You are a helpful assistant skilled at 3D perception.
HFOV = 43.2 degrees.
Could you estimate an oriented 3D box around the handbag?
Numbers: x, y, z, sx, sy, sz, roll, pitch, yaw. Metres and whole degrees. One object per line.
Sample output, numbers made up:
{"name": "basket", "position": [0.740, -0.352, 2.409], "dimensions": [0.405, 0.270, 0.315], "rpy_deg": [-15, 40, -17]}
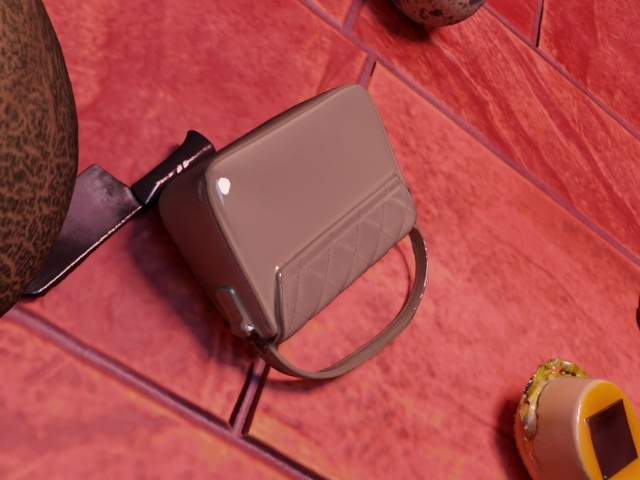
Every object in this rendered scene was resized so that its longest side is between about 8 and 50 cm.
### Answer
{"name": "handbag", "position": [0.000, 0.000, 0.685], "dimensions": [0.256, 0.079, 0.219], "rpy_deg": [-37, 104, -45]}

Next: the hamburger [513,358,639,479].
{"name": "hamburger", "position": [0.235, 0.181, 0.750], "dimensions": [0.126, 0.081, 0.141], "rpy_deg": [-34, 99, -43]}

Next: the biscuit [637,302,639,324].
{"name": "biscuit", "position": [0.481, 0.130, 1.005], "dimensions": [0.208, 0.041, 0.290], "rpy_deg": [49, 45, -5]}

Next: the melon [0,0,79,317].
{"name": "melon", "position": [-0.257, -0.087, 0.407], "dimensions": [0.248, 0.248, 0.329], "rpy_deg": [-7, 65, -41]}

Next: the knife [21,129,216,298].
{"name": "knife", "position": [-0.165, -0.026, 0.603], "dimensions": [0.060, 0.028, 0.230], "rpy_deg": [38, 48, 3]}

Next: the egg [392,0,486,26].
{"name": "egg", "position": [0.140, -0.327, 0.952], "dimensions": [0.132, 0.132, 0.172], "rpy_deg": [30, 37, -21]}
